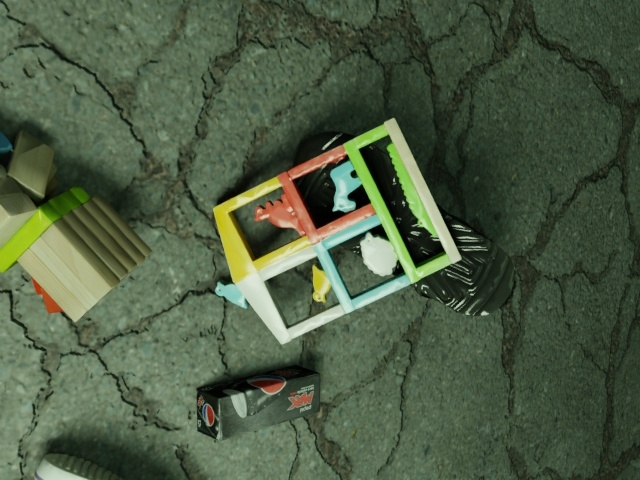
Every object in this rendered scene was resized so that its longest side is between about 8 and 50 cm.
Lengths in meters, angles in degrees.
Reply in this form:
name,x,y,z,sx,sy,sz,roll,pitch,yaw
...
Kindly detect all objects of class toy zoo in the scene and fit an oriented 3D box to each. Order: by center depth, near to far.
name,x,y,z,sx,sy,sz,roll,pitch,yaw
toy zoo,0.000,0.000,0.981,0.293,0.030,0.192,-25,95,7

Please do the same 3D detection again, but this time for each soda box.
name,x,y,z,sx,sy,sz,roll,pitch,yaw
soda box,-0.078,0.210,1.045,0.168,0.053,0.060,-7,101,-42

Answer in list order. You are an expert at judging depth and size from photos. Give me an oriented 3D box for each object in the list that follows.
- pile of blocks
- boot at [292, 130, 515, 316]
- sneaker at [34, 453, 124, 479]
name,x,y,z,sx,sy,sz,roll,pitch,yaw
pile of blocks,-0.339,-0.042,0.759,0.112,0.149,0.362,-39,121,21
boot,0.125,-0.011,1.129,0.131,0.348,0.260,-51,170,7
sneaker,-0.235,0.359,0.898,0.282,0.102,0.161,47,69,-36
